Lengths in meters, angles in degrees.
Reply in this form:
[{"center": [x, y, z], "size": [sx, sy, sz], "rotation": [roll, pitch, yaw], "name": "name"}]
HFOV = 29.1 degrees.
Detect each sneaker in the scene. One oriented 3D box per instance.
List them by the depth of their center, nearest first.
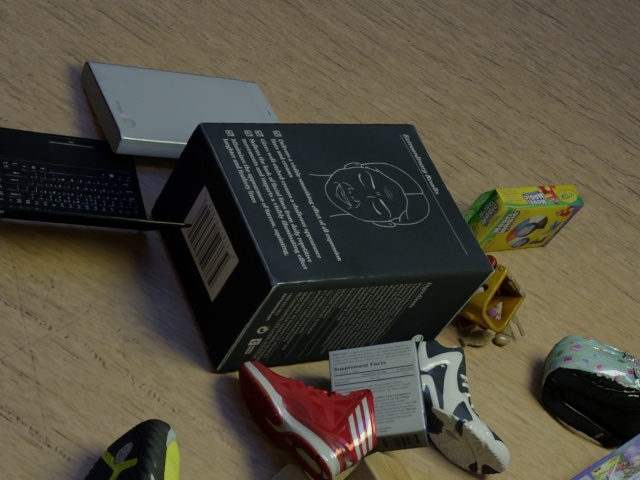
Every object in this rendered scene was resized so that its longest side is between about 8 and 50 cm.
[{"center": [-0.202, 0.384, 1.409], "size": [0.147, 0.145, 0.385], "rotation": [35, 39, -33], "name": "sneaker"}, {"center": [-0.008, 0.224, 1.659], "size": [0.128, 0.087, 0.221], "rotation": [-25, 53, -27], "name": "sneaker"}, {"center": [0.203, 0.228, 1.828], "size": [0.235, 0.094, 0.153], "rotation": [32, 49, 12], "name": "sneaker"}]

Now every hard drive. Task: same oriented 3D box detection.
[{"center": [-0.209, -0.201, 1.973], "size": [0.307, 0.040, 0.203], "rotation": [3, 40, -33], "name": "hard drive"}]

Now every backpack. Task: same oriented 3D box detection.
[{"center": [0.441, 0.233, 1.963], "size": [0.182, 0.152, 0.115], "rotation": [21, 36, 3], "name": "backpack"}]

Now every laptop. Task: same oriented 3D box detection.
[{"center": [-0.335, -0.091, 1.737], "size": [0.234, 0.136, 0.264], "rotation": [6, 49, -30], "name": "laptop"}]

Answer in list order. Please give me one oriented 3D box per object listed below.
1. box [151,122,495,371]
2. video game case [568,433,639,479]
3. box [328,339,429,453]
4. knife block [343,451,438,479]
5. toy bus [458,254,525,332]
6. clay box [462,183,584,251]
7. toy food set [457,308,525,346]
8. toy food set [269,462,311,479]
[{"center": [0.000, 0.000, 1.819], "size": [0.395, 0.212, 0.294], "rotation": [-3, 53, -35], "name": "box"}, {"center": [0.455, 0.431, 1.766], "size": [0.269, 0.061, 0.244], "rotation": [-25, 63, -27], "name": "video game case"}, {"center": [0.081, 0.219, 1.714], "size": [0.126, 0.072, 0.137], "rotation": [-8, 61, 7], "name": "box"}, {"center": [0.144, 0.434, 1.602], "size": [0.275, 0.088, 0.242], "rotation": [26, 41, -11], "name": "knife block"}, {"center": [0.223, 0.070, 1.979], "size": [0.191, 0.202, 0.104], "rotation": [36, 78, -2], "name": "toy bus"}, {"center": [0.338, -0.037, 2.142], "size": [0.222, 0.127, 0.053], "rotation": [-6, 56, -36], "name": "clay box"}, {"center": [0.270, 0.141, 2.015], "size": [0.122, 0.019, 0.078], "rotation": [-2, 53, -25], "name": "toy food set"}, {"center": [-0.021, 0.374, 1.468], "size": [0.220, 0.092, 0.306], "rotation": [48, 13, 14], "name": "toy food set"}]
